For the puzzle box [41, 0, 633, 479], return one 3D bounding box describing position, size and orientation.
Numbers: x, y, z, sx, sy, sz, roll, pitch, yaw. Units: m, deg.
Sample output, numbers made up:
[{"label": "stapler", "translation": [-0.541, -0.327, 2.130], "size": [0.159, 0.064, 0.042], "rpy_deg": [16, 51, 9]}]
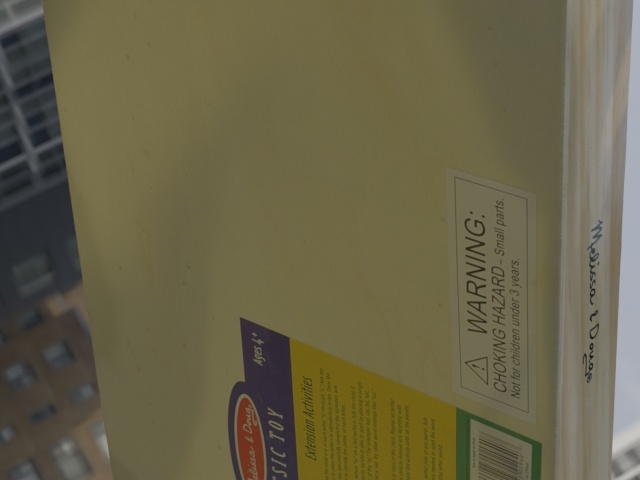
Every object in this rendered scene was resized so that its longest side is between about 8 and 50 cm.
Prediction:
[{"label": "puzzle box", "translation": [0.000, 0.000, 0.719], "size": [0.272, 0.052, 0.409], "rpy_deg": [20, -52, 33]}]
